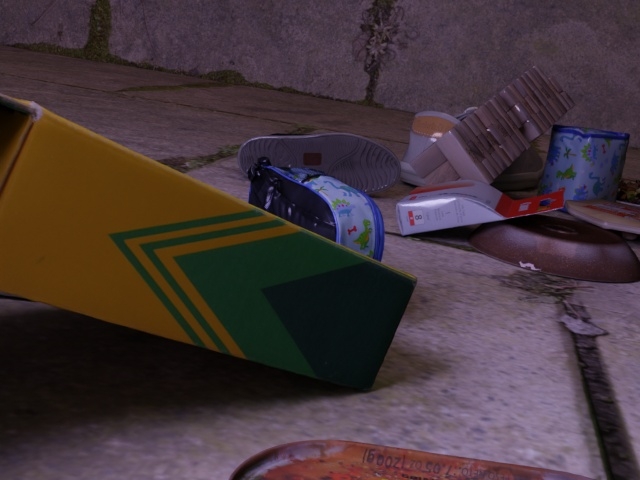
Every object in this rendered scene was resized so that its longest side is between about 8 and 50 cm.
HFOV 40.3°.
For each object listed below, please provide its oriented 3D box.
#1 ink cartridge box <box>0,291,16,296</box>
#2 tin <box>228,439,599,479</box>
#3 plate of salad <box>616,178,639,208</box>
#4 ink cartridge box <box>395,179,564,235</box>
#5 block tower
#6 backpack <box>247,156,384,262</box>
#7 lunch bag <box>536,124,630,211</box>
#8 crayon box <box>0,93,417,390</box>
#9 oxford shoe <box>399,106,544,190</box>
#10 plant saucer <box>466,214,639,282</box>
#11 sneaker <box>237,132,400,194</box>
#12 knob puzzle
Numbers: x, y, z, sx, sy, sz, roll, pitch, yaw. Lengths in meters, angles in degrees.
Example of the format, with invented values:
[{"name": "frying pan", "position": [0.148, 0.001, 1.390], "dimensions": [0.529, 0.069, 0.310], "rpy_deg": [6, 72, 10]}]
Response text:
[{"name": "ink cartridge box", "position": [-0.307, -0.019, 0.674], "dimensions": [0.224, 0.045, 0.223], "rpy_deg": [6, 14, -9]}, {"name": "tin", "position": [0.056, 0.122, 0.335], "dimensions": [0.190, 0.040, 0.106], "rpy_deg": [8, 9, 0]}, {"name": "plate of salad", "position": [0.540, -0.082, 1.497], "dimensions": [0.200, 0.048, 0.200], "rpy_deg": [9, 13, -2]}, {"name": "ink cartridge box", "position": [0.188, -0.050, 1.014], "dimensions": [0.180, 0.045, 0.145], "rpy_deg": [-12, 7, 18]}, {"name": "block tower", "position": [0.252, -0.154, 1.257], "dimensions": [0.091, 0.097, 0.335], "rpy_deg": [52, 42, 1]}, {"name": "backpack", "position": [0.000, 0.000, 0.665], "dimensions": [0.084, 0.104, 0.114], "rpy_deg": [-2, 19, -36]}, {"name": "lunch bag", "position": [0.419, -0.110, 1.357], "dimensions": [0.151, 0.128, 0.096], "rpy_deg": [-2, 18, -35]}, {"name": "crayon box", "position": [-0.122, -0.014, 0.489], "dimensions": [0.319, 0.081, 0.202], "rpy_deg": [24, -1, -43]}, {"name": "oxford shoe", "position": [0.277, -0.159, 1.485], "dimensions": [0.169, 0.130, 0.449], "rpy_deg": [15, 13, 31]}, {"name": "plant saucer", "position": [0.268, 0.002, 0.988], "dimensions": [0.199, 0.036, 0.198], "rpy_deg": [9, 13, -2]}, {"name": "sneaker", "position": [-0.001, -0.119, 1.220], "dimensions": [0.222, 0.083, 0.118], "rpy_deg": [7, 13, -2]}, {"name": "knob puzzle", "position": [0.422, -0.020, 1.195], "dimensions": [0.213, 0.029, 0.213], "rpy_deg": [9, 13, -2]}]
